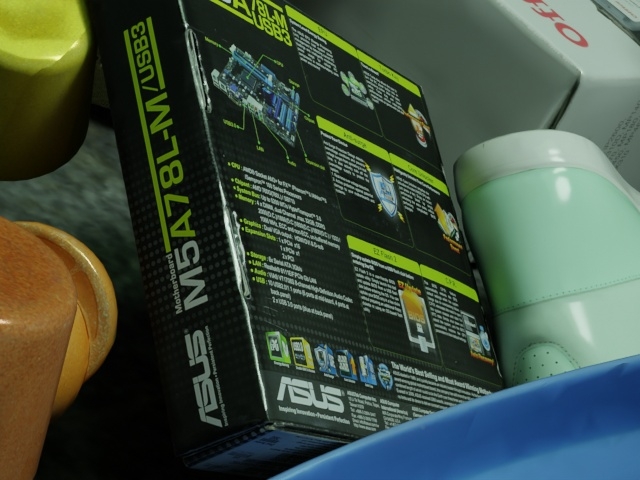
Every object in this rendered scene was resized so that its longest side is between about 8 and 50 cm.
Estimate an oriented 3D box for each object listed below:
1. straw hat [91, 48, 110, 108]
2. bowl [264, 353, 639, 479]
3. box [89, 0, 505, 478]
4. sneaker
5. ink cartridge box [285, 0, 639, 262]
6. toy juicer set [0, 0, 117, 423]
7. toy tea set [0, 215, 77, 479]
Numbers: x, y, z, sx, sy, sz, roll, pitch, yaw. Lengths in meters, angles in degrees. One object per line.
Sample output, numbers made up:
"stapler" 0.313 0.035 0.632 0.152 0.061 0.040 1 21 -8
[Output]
"straw hat" -0.090 -0.095 0.744 0.144 0.061 0.144 -4 13 1
"bowl" 0.086 0.119 0.316 0.391 0.077 0.391 -15 12 3
"box" 0.000 0.000 0.573 0.190 0.045 0.184 20 48 -56
"sneaker" 0.145 0.057 0.721 0.256 0.094 0.151 22 57 -51
"ink cartridge box" 0.129 -0.116 0.914 0.226 0.131 0.306 45 31 26
"toy juicer set" -0.220 0.004 0.479 0.329 0.089 0.209 -1 60 -24
"toy tea set" -0.229 0.018 0.364 0.336 0.124 0.200 26 24 -1
